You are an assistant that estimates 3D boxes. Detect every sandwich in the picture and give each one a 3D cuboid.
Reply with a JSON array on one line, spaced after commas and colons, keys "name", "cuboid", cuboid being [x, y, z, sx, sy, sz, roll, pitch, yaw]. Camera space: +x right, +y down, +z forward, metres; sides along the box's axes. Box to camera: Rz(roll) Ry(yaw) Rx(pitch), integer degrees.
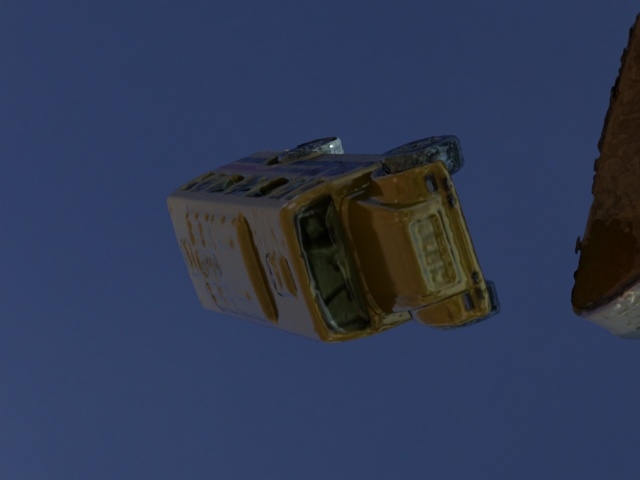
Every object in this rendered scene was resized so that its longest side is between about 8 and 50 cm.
[{"name": "sandwich", "cuboid": [0.273, -0.040, 1.173, 0.186, 0.108, 0.220, 1, -111, 46]}]

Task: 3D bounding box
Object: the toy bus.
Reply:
[{"name": "toy bus", "cuboid": [0.000, 0.000, 1.290, 0.335, 0.123, 0.121, 9, -63, 68]}]
